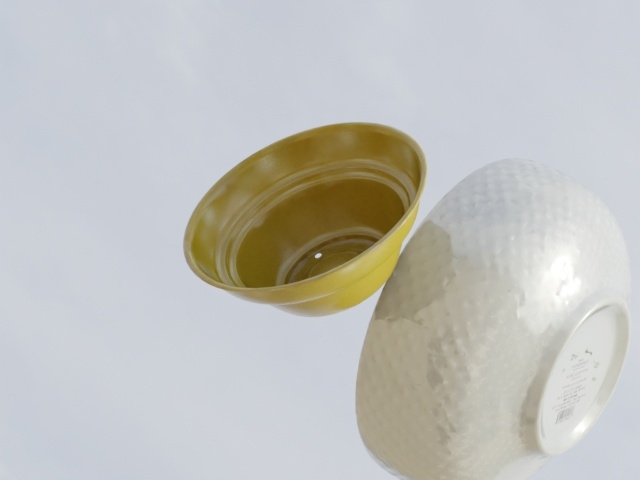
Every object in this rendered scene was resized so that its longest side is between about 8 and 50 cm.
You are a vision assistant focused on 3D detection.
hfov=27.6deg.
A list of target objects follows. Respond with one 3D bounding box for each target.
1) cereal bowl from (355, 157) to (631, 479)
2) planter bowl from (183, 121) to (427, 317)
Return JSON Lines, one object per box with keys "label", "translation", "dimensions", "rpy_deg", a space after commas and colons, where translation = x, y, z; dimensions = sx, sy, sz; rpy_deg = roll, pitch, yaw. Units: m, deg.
{"label": "cereal bowl", "translation": [0.192, 0.099, 1.224], "dimensions": [0.141, 0.339, 0.339], "rpy_deg": [24, -35, 34]}
{"label": "planter bowl", "translation": [0.000, 0.000, 1.105], "dimensions": [0.217, 0.217, 0.090], "rpy_deg": [3, -47, 34]}
